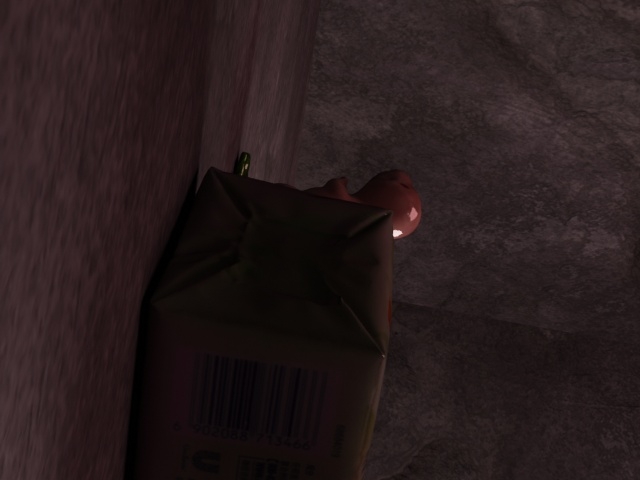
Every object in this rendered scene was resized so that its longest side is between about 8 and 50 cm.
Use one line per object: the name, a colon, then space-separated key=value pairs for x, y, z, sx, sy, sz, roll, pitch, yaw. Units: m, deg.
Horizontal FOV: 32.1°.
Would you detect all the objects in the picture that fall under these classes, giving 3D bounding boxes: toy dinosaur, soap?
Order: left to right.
soap: x=-0.034 y=0.085 z=0.705 sx=0.182 sy=0.138 sz=0.199 roll=-82 pitch=-179 yaw=-62
toy dinosaur: x=-0.001 y=0.006 z=1.034 sx=0.194 sy=0.177 sz=0.152 roll=-77 pitch=177 yaw=-52
